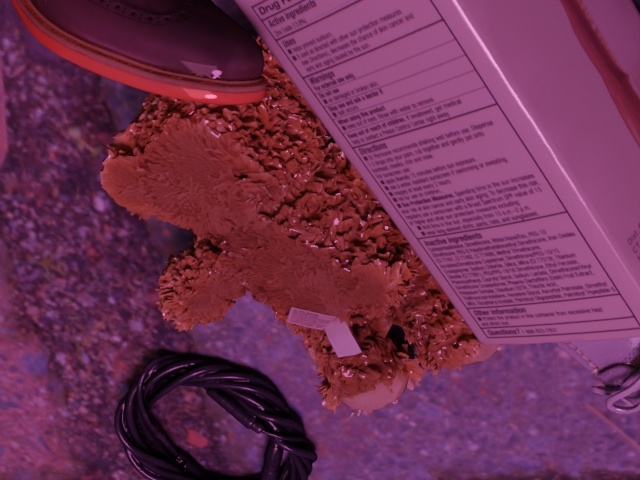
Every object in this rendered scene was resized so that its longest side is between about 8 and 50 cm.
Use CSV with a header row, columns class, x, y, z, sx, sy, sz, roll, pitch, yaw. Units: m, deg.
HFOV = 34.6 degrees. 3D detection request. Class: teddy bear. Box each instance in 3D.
class,x,y,z,sx,sy,sz,roll,pitch,yaw
teddy bear,0.000,0.000,0.739,0.338,0.113,0.245,31,128,-20

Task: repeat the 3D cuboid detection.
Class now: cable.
class,x,y,z,sx,sy,sz,roll,pitch,yaw
cable,-0.091,0.173,0.888,0.150,0.047,0.184,-20,117,21

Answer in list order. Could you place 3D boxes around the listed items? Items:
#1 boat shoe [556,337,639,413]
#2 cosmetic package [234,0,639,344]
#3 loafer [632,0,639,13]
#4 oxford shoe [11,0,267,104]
class,x,y,z,sx,sy,sz,roll,pitch,yaw
boat shoe,0.290,0.101,0.743,0.320,0.103,0.118,32,122,-11
cosmetic package,0.099,-0.089,0.600,0.153,0.129,0.296,-9,124,52
loafer,0.250,-0.138,0.609,0.223,0.078,0.076,24,124,-6
oxford shoe,-0.130,-0.171,0.591,0.271,0.097,0.098,37,120,19
